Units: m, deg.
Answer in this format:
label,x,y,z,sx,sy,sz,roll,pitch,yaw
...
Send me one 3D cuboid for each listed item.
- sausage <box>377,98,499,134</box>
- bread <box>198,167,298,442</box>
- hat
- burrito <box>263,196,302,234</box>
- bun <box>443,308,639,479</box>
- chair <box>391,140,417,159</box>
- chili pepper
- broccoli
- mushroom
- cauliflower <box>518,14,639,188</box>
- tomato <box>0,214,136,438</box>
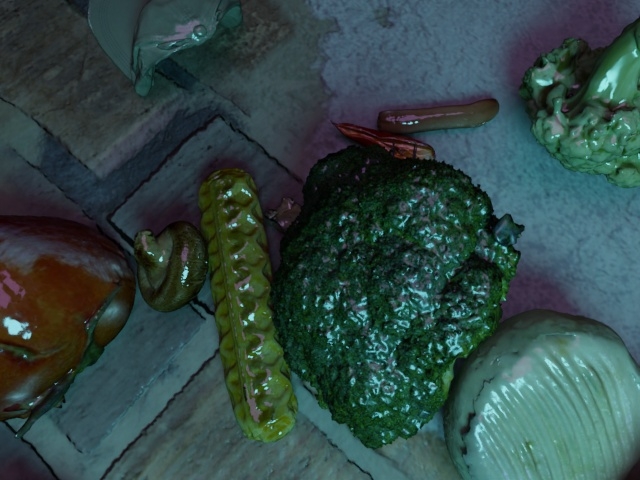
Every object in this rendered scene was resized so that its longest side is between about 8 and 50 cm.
label,x,y,z,sx,sy,sz,roll,pitch,yaw
sausage,0.178,-0.184,0.810,0.186,0.043,0.043,-7,72,-3
bread,-0.098,0.072,0.704,0.077,0.084,0.367,3,67,-42
hat,-0.250,-0.354,0.816,0.245,0.149,0.214,44,76,1
burrito,0.000,0.001,0.746,0.171,0.042,0.051,36,75,14
bun,0.255,0.190,0.627,0.239,0.141,0.239,-2,101,-9
chair,0.114,-0.097,0.766,0.042,0.037,0.086,13,92,14
chili pepper,0.095,-0.140,0.797,0.178,0.027,0.045,20,98,5
broccoli,0.077,0.051,0.607,0.283,0.321,0.304,7,32,-39
mushroom,-0.191,0.031,0.696,0.085,0.126,0.109,-30,97,-48
cauliflower,0.419,-0.193,0.692,0.327,0.281,0.260,-29,78,-20
tomato,-0.399,0.068,0.648,0.309,0.170,0.308,1,72,-2
